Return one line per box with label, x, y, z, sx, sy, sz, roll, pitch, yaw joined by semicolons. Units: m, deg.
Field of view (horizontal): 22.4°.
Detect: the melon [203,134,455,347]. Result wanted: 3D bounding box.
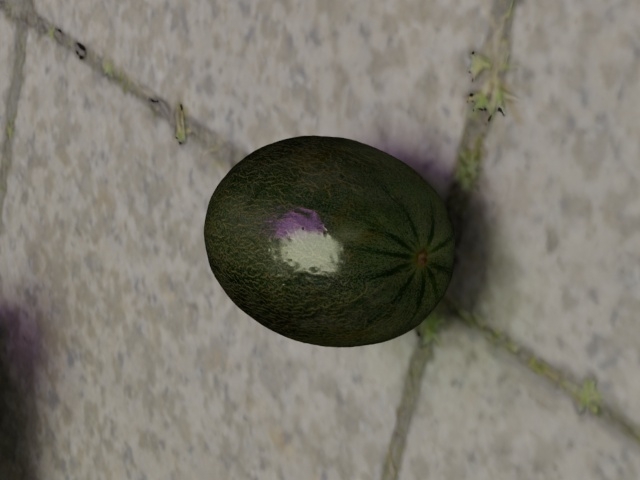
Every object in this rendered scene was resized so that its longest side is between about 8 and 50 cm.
melon;0.000;0.000;0.881;0.167;0.114;0.114;18;108;47
